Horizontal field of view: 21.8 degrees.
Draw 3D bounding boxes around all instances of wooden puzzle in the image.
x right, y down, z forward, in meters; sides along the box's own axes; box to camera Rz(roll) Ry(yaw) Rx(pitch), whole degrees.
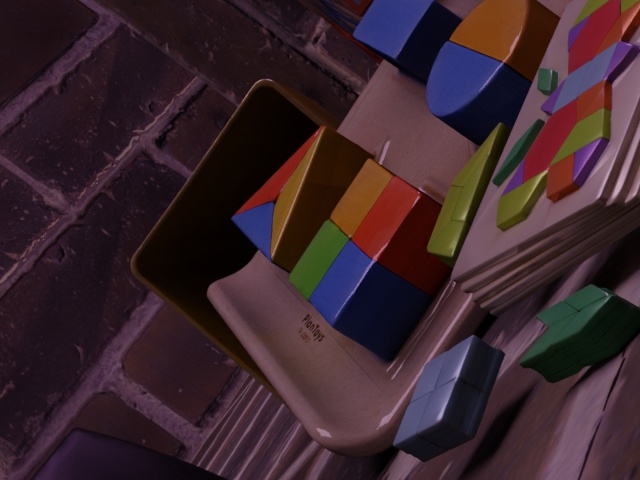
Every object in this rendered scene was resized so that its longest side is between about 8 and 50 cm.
[{"bbox_3d":[0.059,-0.062,1.062,0.348,0.080,0.322,-52,23,2],"label":"wooden puzzle"}]

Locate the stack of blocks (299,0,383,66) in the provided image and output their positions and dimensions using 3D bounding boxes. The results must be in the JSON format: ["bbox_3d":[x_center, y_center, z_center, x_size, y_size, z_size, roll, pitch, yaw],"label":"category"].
[{"bbox_3d":[0.076,-0.182,1.321,0.087,0.297,0.171,-55,41,1],"label":"stack of blocks"}]

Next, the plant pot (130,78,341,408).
[{"bbox_3d":[0.000,0.000,1.473,0.212,0.212,0.187,-53,-11,15],"label":"plant pot"}]

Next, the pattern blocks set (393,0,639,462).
[{"bbox_3d":[0.125,-0.064,0.735,0.285,0.026,0.324,-46,18,48],"label":"pattern blocks set"}]

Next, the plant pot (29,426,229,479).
[{"bbox_3d":[-0.161,0.247,1.188,0.188,0.167,0.187,-54,1,19],"label":"plant pot"}]
